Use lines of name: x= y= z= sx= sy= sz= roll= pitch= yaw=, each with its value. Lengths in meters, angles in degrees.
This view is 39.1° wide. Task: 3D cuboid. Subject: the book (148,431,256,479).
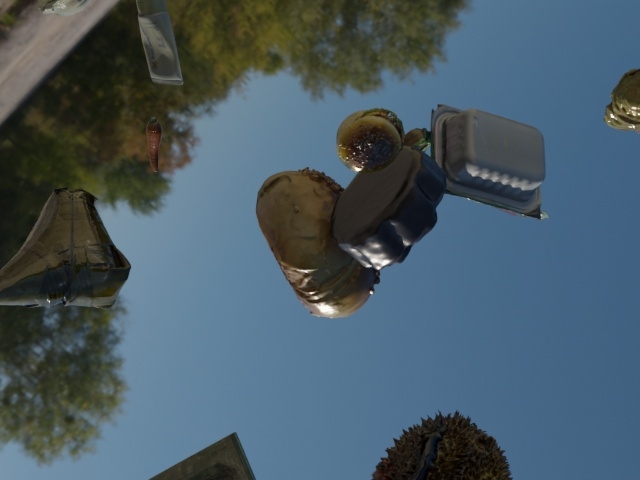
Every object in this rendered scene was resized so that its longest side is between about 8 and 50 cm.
book: x=-0.200 y=0.545 z=1.745 sx=0.215 sy=0.282 sz=0.025 roll=-31 pitch=156 yaw=6

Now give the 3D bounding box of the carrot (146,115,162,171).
carrot: x=-0.362 y=-0.211 z=1.961 sx=0.035 sy=0.035 sz=0.142 roll=-65 pitch=168 yaw=-47

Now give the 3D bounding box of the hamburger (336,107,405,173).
hamburger: x=0.099 y=-0.196 z=1.770 sx=0.141 sy=0.126 sz=0.081 roll=-28 pitch=-147 yaw=3

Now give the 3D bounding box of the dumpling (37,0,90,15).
dumpling: x=-0.621 y=-0.658 z=2.271 sx=0.193 sy=0.147 sz=0.258 roll=-20 pitch=-144 yaw=14

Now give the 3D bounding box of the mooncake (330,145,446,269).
mooncake: x=0.153 y=-0.069 z=1.939 sx=0.283 sy=0.141 sz=0.283 roll=-44 pitch=-155 yaw=27

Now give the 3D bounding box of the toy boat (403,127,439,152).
toy boat: x=0.205 y=-0.188 z=2.385 sx=0.108 sy=0.099 sz=0.293 roll=-22 pitch=153 yaw=-47

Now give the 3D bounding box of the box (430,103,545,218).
box: x=0.444 y=-0.221 z=2.282 sx=0.106 sy=0.337 sz=0.264 roll=139 pitch=-41 yaw=-58

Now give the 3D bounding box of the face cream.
face cream: x=-0.403 y=-0.498 z=2.237 sx=0.114 sy=0.224 sz=0.070 roll=11 pitch=-152 yaw=37

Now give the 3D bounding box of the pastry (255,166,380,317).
pastry: x=0.000 y=0.000 z=2.252 sx=0.245 sy=0.409 sz=0.409 roll=-29 pitch=-164 yaw=-4

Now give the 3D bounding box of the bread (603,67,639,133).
bread: x=0.489 y=-0.202 z=1.332 sx=0.128 sy=0.087 sz=0.232 roll=-26 pitch=172 yaw=14

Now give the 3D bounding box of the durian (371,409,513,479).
durian: x=0.271 y=0.595 z=2.069 sx=0.384 sy=0.348 sz=0.347 roll=-48 pitch=-163 yaw=6

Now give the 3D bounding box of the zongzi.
zongzi: x=-0.505 y=0.009 z=1.576 sx=0.260 sy=0.289 sz=0.123 roll=57 pitch=-49 yaw=34

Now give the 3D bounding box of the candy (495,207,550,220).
candy: x=0.488 y=-0.115 z=2.435 sx=0.059 sy=0.292 sz=0.086 roll=-66 pitch=157 yaw=-2
